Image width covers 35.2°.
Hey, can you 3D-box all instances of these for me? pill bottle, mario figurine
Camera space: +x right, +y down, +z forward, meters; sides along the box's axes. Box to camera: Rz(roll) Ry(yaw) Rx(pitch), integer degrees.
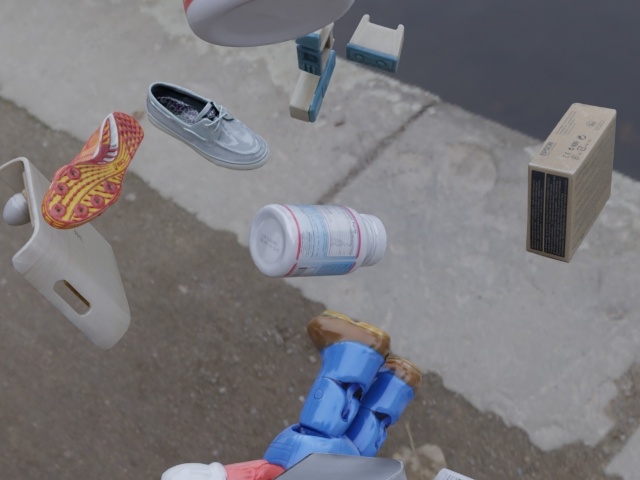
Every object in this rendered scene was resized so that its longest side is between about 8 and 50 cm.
[{"bbox_3d":[0.000,0.000,1.218,0.160,0.087,0.087,0,30,-40],"label":"pill bottle"},{"bbox_3d":[-0.092,-0.438,1.220,0.210,0.210,0.363,-13,83,9],"label":"pill bottle"},{"bbox_3d":[-0.043,0.223,0.926,0.198,0.170,0.321,33,66,-7],"label":"mario figurine"}]

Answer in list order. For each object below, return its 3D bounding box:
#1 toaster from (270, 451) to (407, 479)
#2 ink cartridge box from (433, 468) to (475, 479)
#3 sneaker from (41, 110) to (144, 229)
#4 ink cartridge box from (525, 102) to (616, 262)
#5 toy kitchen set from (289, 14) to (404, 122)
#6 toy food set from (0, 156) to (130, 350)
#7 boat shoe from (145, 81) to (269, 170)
[{"bbox_3d":[-0.005,0.242,0.643,0.110,0.168,0.185,-11,7,38],"label":"toaster"},{"bbox_3d":[0.314,0.395,1.165,0.303,0.307,0.072,4,59,58],"label":"ink cartridge box"},{"bbox_3d":[-0.232,-0.061,1.029,0.067,0.064,0.175,-45,12,39],"label":"sneaker"},{"bbox_3d":[0.451,-0.107,1.812,0.088,0.193,0.235,15,41,27],"label":"ink cartridge box"},{"bbox_3d":[0.041,-0.268,1.624,0.166,0.207,0.122,18,75,7],"label":"toy kitchen set"},{"bbox_3d":[-0.412,0.020,1.570,0.092,0.220,0.306,-35,36,2],"label":"toy food set"},{"bbox_3d":[-0.186,-0.188,1.632,0.227,0.081,0.079,27,65,10],"label":"boat shoe"}]
